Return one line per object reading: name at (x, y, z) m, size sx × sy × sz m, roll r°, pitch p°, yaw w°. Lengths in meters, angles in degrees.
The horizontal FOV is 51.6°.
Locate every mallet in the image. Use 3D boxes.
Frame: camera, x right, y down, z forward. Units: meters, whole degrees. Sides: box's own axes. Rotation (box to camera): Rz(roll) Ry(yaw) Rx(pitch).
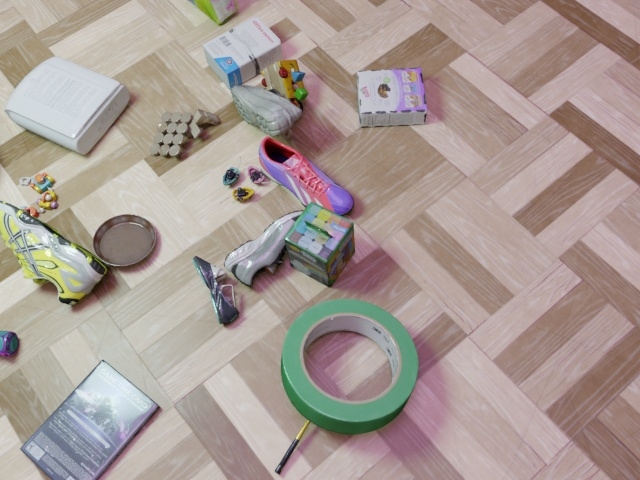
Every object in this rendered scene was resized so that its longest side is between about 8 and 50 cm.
mallet at (-0.048, 0.460, 1.554) m, size 0.039 × 0.062 × 0.189 m, roll 29°, pitch 83°, yaw 18°

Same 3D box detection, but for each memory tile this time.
memory tile at (-0.442, -0.314, 1.955) m, size 0.113 × 0.012 × 0.147 m, roll 6°, pitch 71°, yaw 27°

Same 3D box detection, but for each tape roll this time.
tape roll at (0.067, 0.291, 1.567) m, size 0.322 × 0.077 × 0.321 m, roll 4°, pitch 51°, yaw -4°

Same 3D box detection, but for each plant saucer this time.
plant saucer at (-0.531, 0.003, 1.804) m, size 0.169 × 0.029 × 0.168 m, roll 2°, pitch 57°, yaw -3°

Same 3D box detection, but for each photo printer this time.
photo printer at (-0.773, -0.416, 1.997) m, size 0.308 × 0.107 × 0.256 m, roll 24°, pitch 66°, yaw 15°

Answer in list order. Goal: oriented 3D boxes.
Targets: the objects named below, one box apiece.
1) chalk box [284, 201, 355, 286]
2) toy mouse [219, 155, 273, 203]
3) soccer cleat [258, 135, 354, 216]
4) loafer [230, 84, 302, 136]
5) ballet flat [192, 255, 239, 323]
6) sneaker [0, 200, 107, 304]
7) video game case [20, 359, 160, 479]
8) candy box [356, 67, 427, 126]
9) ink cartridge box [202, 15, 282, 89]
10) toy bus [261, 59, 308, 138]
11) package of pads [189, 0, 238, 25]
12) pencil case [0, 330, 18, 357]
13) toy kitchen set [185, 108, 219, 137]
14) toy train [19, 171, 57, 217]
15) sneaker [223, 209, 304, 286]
chalk box at (0.000, 0.000, 1.683) m, size 0.132 × 0.213 × 0.132 m, roll 29°, pitch 68°, yaw 16°
toy mouse at (-0.219, -0.175, 1.887) m, size 0.161 × 0.031 × 0.143 m, roll -13°, pitch 63°, yaw -4°
soccer cleat at (-0.046, -0.175, 1.830) m, size 0.318 × 0.116 × 0.108 m, roll 35°, pitch 70°, yaw 19°
loafer at (-0.161, -0.387, 1.910) m, size 0.112 × 0.112 × 0.319 m, roll -31°, pitch 41°, yaw -16°
ballet flat at (-0.265, 0.119, 1.718) m, size 0.074 × 0.074 × 0.203 m, roll -24°, pitch 70°, yaw -9°
sneaker at (-0.753, 0.024, 1.742) m, size 0.385 × 0.145 × 0.147 m, roll 32°, pitch 83°, yaw 15°
video game case at (-0.550, 0.449, 1.587) m, size 0.196 × 0.026 × 0.274 m, roll 33°, pitch 68°, yaw 18°
candy box at (0.209, -0.425, 1.972) m, size 0.197 × 0.070 × 0.164 m, roll -2°, pitch 63°, yaw 1°
ink cartridge box at (-0.240, -0.587, 2.069) m, size 0.203 × 0.086 × 0.148 m, roll -32°, pitch 66°, yaw -14°
toy bus at (-0.093, -0.436, 1.971) m, size 0.104 × 0.202 × 0.191 m, roll -20°, pitch 51°, yaw -41°
package of pads at (-0.389, -0.845, 2.091) m, size 0.101 × 0.296 × 0.229 m, roll -44°, pitch 69°, yaw -9°
pencil case at (-0.850, 0.262, 1.676) m, size 0.152 × 0.064 × 0.070 m, roll -2°, pitch 47°, yaw 3°
toy kitchen set at (-0.350, -0.333, 1.976) m, size 0.083 × 0.075 × 0.068 m, roll -47°, pitch 59°, yaw 24°
toy train at (-0.818, -0.129, 1.885) m, size 0.125 × 0.046 × 0.166 m, roll -12°, pitch 63°, yaw -3°
sneaker at (-0.121, 0.018, 1.756) m, size 0.272 × 0.100 × 0.108 m, roll -38°, pitch 79°, yaw -11°
